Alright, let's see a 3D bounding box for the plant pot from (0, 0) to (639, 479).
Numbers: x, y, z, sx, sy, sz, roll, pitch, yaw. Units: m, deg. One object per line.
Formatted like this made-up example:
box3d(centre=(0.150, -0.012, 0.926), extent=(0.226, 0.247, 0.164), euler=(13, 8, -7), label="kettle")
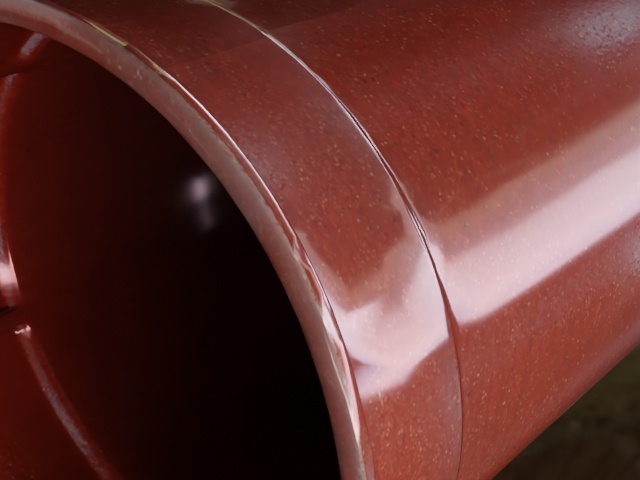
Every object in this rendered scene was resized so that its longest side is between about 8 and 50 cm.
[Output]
box3d(centre=(0.000, 0.000, 0.722), extent=(0.272, 0.272, 0.265), euler=(22, -144, 36), label="plant pot")
